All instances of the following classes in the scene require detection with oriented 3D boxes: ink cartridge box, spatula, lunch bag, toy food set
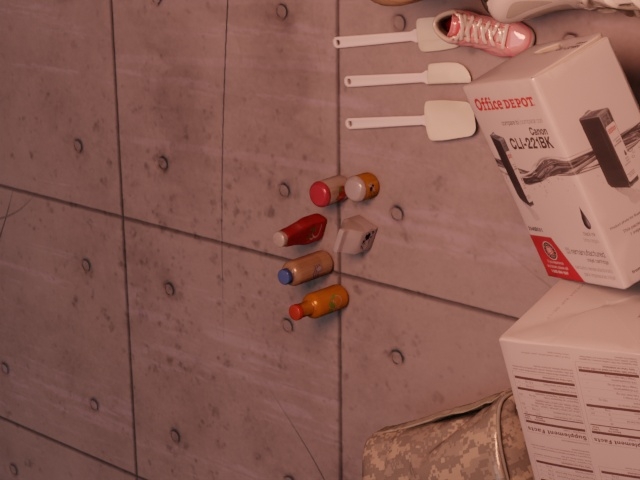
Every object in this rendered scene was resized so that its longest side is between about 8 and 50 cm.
[{"bbox_3d":[0.303,-0.093,1.639,0.273,0.114,0.197,65,165,-11],"label":"ink cartridge box"},{"bbox_3d":[0.114,-0.222,1.934,0.242,0.019,0.168,1,104,42],"label":"spatula"},{"bbox_3d":[0.213,0.348,1.885,0.305,0.212,0.256,-24,87,43],"label":"lunch bag"},{"bbox_3d":[0.000,0.000,2.046,0.111,0.104,0.232,37,125,29],"label":"toy food set"}]

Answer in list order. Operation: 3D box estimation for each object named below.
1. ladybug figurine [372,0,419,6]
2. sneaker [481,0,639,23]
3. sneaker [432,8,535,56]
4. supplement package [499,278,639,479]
[{"bbox_3d":[0.166,-0.444,1.619,0.162,0.305,0.449,37,144,-23],"label":"ladybug figurine"},{"bbox_3d":[0.386,-0.267,1.565,0.447,0.169,0.258,-18,89,42],"label":"sneaker"},{"bbox_3d":[0.206,-0.269,1.793,0.134,0.070,0.051,20,106,31],"label":"sneaker"},{"bbox_3d":[0.373,0.192,1.666,0.198,0.199,0.263,3,119,41],"label":"supplement package"}]
